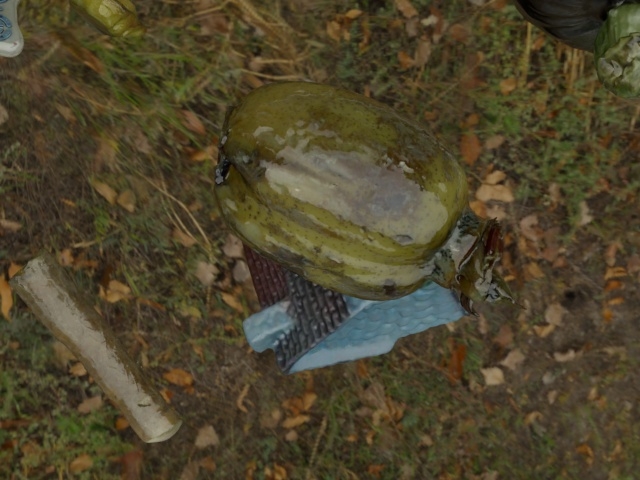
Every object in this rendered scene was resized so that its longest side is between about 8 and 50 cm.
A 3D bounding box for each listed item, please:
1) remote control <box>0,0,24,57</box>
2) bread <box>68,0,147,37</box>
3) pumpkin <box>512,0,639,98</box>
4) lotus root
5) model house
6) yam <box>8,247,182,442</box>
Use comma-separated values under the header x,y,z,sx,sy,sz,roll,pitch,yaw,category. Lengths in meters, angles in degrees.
x,y,z,sx,sy,sz,roll,pitch,yaw,category
-0.446,-0.311,1.055,0.074,0.032,0.122,-1,74,-28,remote control
-0.469,-0.501,1.660,0.161,0.233,0.088,30,88,-3,bread
0.258,-0.216,0.565,0.296,0.296,0.295,-6,106,-21,pumpkin
0.041,-0.029,0.618,0.278,0.154,0.154,25,94,7,lotus root
0.000,0.000,1.240,0.339,0.360,0.297,-26,150,10,model house
-0.345,0.173,1.197,0.081,0.081,0.356,-38,100,-9,yam
